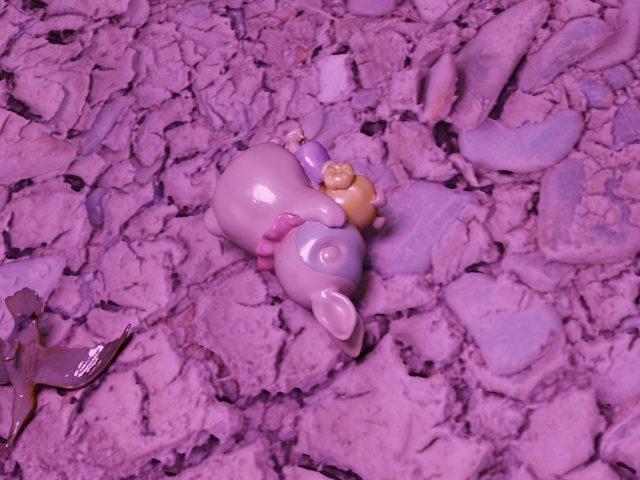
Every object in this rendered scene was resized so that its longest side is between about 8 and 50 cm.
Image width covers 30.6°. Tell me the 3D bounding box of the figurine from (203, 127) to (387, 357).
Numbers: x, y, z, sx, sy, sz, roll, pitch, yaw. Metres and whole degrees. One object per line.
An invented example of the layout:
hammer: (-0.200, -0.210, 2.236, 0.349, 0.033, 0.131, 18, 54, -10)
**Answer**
figurine: (0.000, 0.000, 1.234, 0.155, 0.127, 0.235, -35, 60, -18)

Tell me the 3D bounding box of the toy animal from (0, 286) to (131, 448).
toy animal: (-0.331, 0.137, 1.262, 0.219, 0.095, 0.155, 2, 56, 20)
